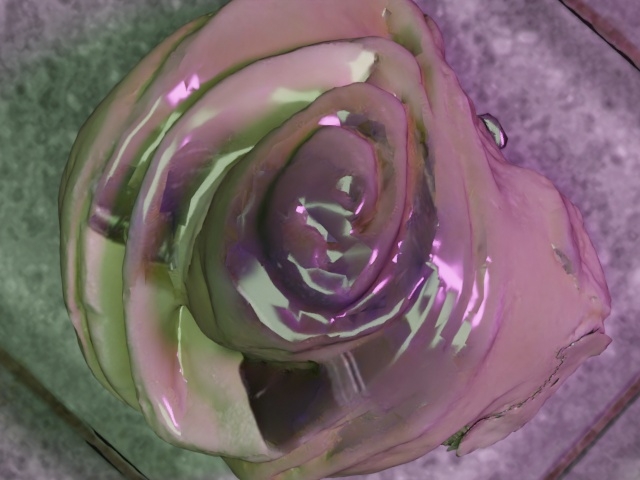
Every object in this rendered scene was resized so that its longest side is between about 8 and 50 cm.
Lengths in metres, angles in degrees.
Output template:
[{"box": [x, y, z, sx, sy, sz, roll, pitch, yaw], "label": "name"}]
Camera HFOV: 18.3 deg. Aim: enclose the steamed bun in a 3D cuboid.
[{"box": [0.000, 0.000, 1.294, 0.394, 0.237, 0.346, 10, 96, 8], "label": "steamed bun"}]
